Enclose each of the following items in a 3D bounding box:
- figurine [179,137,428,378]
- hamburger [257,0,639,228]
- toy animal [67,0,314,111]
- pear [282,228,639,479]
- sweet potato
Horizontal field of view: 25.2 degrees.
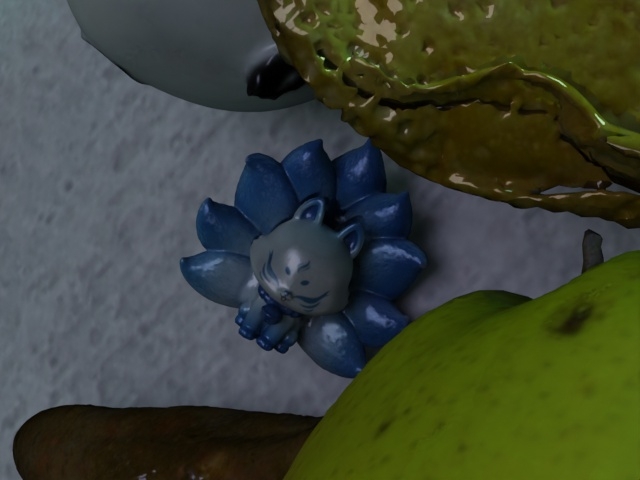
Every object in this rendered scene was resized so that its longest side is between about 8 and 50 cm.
[{"bbox_3d":[0.000,0.000,0.654,0.114,0.079,0.114,3,99,16],"label":"figurine"},{"bbox_3d":[0.111,-0.146,0.505,0.319,0.158,0.318,0,88,3],"label":"hamburger"},{"bbox_3d":[-0.028,-0.175,0.660,0.187,0.165,0.235,5,85,40],"label":"toy animal"},{"bbox_3d":[0.086,0.179,0.444,0.285,0.285,0.336,31,89,35],"label":"pear"},{"bbox_3d":[-0.019,0.116,0.641,0.342,0.092,0.114,-11,56,32],"label":"sweet potato"}]
